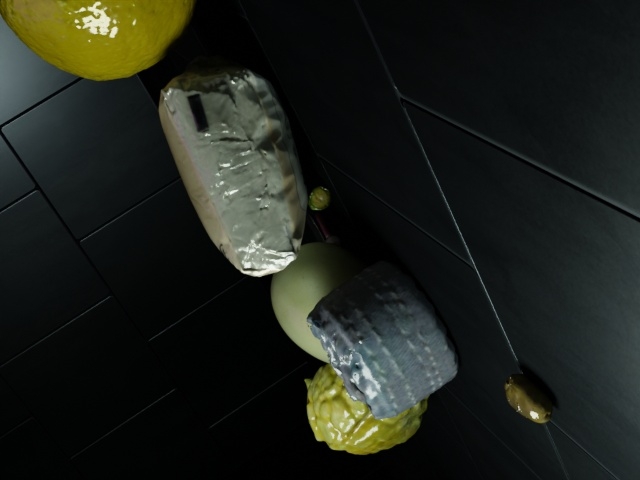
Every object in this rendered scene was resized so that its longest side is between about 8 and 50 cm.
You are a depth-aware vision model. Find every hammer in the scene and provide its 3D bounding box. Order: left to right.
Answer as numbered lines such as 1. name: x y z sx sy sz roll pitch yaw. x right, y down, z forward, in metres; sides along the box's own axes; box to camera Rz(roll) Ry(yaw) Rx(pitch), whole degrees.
1. hammer: 0.011 -0.016 1.919 0.083 0.031 0.052 62 168 4

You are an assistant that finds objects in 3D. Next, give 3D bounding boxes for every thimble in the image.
1. thimble: 0.097 0.162 1.616 0.205 0.172 0.236 51 171 46

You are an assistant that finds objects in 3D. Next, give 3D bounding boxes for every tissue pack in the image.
1. tissue pack: -0.137 -0.134 1.717 0.375 0.195 0.390 -121 12 -81

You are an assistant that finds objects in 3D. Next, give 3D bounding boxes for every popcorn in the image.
1. popcorn: 0.087 0.292 1.950 0.225 0.249 0.249 62 174 23

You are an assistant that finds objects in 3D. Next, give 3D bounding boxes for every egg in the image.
1. egg: 0.025 0.117 1.788 0.253 0.188 0.188 44 170 3

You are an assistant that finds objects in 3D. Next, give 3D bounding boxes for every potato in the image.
1. potato: 0.260 0.199 1.275 0.051 0.040 0.083 56 174 -30

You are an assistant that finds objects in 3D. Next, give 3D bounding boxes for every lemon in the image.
1. lemon: -0.343 -0.406 1.543 0.336 0.336 0.336 55 171 13

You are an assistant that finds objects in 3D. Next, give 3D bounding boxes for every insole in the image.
1. insole: 0.000 0.000 2.105 0.064 0.004 0.188 48 167 48

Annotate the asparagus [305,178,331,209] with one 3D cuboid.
1. asparagus: -0.023 -0.087 1.805 0.045 0.041 0.178 67 170 -16
